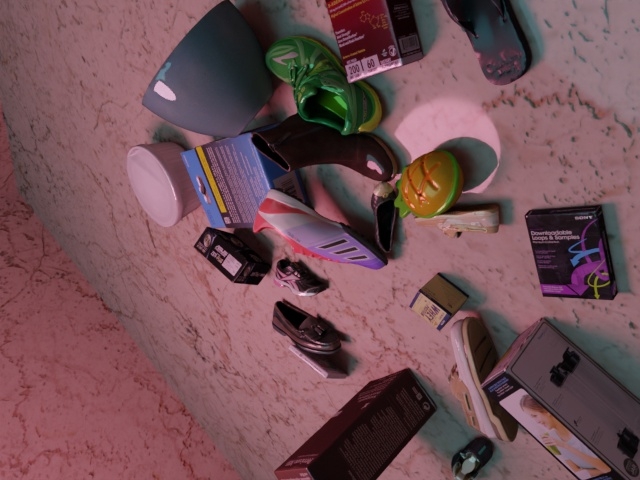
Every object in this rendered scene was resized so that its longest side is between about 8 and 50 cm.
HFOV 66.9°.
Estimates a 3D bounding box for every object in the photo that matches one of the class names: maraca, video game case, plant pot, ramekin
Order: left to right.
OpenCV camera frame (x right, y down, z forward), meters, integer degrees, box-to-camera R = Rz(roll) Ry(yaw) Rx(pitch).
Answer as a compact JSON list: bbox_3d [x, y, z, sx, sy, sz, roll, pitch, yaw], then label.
[{"bbox_3d":[-0.485,-0.189,1.541,0.273,0.127,0.272,27,133,33],"label":"ramekin"},{"bbox_3d":[-0.221,-0.343,1.073,0.195,0.290,0.290,41,144,-16],"label":"plant pot"},{"bbox_3d":[-0.005,0.355,1.413,0.143,0.019,0.157,32,179,28],"label":"video game case"},{"bbox_3d":[0.196,-0.102,0.913,0.186,0.099,0.127,-10,71,64],"label":"maraca"}]

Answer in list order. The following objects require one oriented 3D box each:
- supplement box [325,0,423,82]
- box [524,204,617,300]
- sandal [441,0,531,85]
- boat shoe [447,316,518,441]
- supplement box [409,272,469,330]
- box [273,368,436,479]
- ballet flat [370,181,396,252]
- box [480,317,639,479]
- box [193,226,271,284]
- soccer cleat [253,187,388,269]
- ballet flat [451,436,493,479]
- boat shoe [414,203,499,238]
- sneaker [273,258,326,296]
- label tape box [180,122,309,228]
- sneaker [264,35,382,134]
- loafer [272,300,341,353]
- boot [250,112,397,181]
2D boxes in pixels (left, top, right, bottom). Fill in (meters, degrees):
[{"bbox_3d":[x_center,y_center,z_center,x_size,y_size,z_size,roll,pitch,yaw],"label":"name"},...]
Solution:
[{"bbox_3d":[0.081,-0.414,0.842,0.130,0.073,0.239,-1,114,47],"label":"supplement box"},{"bbox_3d":[0.420,0.022,0.817,0.116,0.029,0.162,-3,111,47],"label":"box"},{"bbox_3d":[0.236,-0.356,0.732,0.097,0.054,0.254,-31,92,51],"label":"sandal"},{"bbox_3d":[0.326,0.301,1.037,0.103,0.113,0.302,-9,110,43],"label":"boat shoe"},{"bbox_3d":[0.250,0.128,1.022,0.083,0.083,0.056,39,137,21],"label":"supplement box"},{"bbox_3d":[0.091,0.492,1.196,0.143,0.381,0.191,54,141,5],"label":"box"},{"bbox_3d":[0.141,-0.050,1.028,0.049,0.058,0.173,-113,10,-49],"label":"ballet flat"},{"bbox_3d":[0.454,0.300,0.862,0.290,0.169,0.087,43,141,15],"label":"box"},{"bbox_3d":[-0.260,0.048,1.440,0.180,0.147,0.077,38,97,23],"label":"box"},{"bbox_3d":[0.000,0.000,1.107,0.318,0.116,0.108,29,175,0],"label":"soccer cleat"},{"bbox_3d":[0.364,0.561,1.207,0.074,0.074,0.203,36,137,24],"label":"ballet flat"},{"bbox_3d":[0.257,-0.032,0.923,0.170,0.063,0.059,-2,108,46],"label":"boat shoe"},{"bbox_3d":[-0.065,0.100,1.347,0.178,0.072,0.077,14,114,34],"label":"sneaker"},{"bbox_3d":[-0.203,-0.160,1.281,0.334,0.106,0.240,1,116,46],"label":"label tape box"},{"bbox_3d":[-0.011,-0.312,0.965,0.295,0.123,0.109,40,139,21],"label":"sneaker"},{"bbox_3d":[-0.052,0.251,1.417,0.268,0.096,0.084,15,118,43],"label":"loafer"},{"bbox_3d":[0.009,-0.168,0.974,0.248,0.207,0.090,40,138,20],"label":"boot"}]
